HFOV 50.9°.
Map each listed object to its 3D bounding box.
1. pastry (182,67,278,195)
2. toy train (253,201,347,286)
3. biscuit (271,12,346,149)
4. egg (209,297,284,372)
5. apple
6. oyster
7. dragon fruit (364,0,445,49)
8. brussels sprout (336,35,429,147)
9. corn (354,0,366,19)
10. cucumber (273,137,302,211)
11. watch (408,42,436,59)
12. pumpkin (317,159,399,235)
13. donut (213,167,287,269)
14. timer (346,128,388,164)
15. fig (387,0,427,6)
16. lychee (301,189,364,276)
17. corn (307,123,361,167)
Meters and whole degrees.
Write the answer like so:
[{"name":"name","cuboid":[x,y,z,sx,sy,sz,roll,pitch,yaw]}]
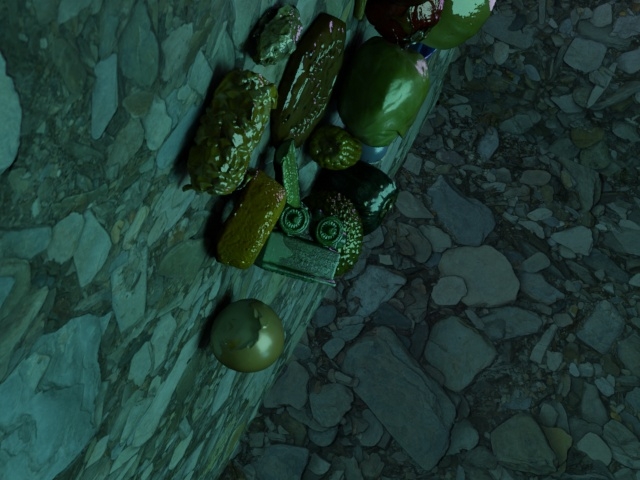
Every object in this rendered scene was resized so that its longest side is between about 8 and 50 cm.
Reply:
[{"name":"pastry","cuboid":[-0.161,-0.186,1.213,0.154,0.102,0.250,-16,129,-78]},{"name":"toy train","cuboid":[-0.058,-0.001,1.813,0.145,0.266,0.202,22,-85,62]},{"name":"biscuit","cuboid":[-0.023,-0.374,1.627,0.359,0.046,0.359,-59,169,-19]},{"name":"egg","cuboid":[-0.196,0.267,1.857,0.201,0.201,0.244,-62,148,-11]},{"name":"apple","cuboid":[0.379,-0.769,1.995,0.320,0.360,0.312,-34,-135,28]},{"name":"oyster","cuboid":[-0.069,-0.387,1.286,0.133,0.072,0.209,-63,172,13]},{"name":"dragon fruit","cuboid":[0.235,-0.587,1.794,0.218,0.223,0.148,-101,179,-74]},{"name":"brussels sprout","cuboid":[0.176,-0.434,1.947,0.328,0.247,0.328,-45,167,-13]},{"name":"corn","cuboid":[0.104,-0.609,1.737,0.083,0.027,0.028,103,-16,-58]},{"name":"cucumber","cuboid":[-0.083,-0.140,1.629,0.070,0.046,0.220,-60,153,-42]},{"name":"watch","cuboid":[0.348,-0.730,2.202,0.274,0.241,0.305,-52,166,15]},{"name":"pumpkin","cuboid":[0.100,-0.131,2.277,0.197,0.263,0.293,-54,171,-20]},{"name":"donut","cuboid":[-0.165,-0.045,1.550,0.254,0.118,0.253,-62,-175,9]},{"name":"timer","cuboid":[0.152,-0.313,2.337,0.175,0.175,0.255,-59,170,-27]},{"name":"fig","cuboid":[0.203,-0.719,1.558,0.217,0.216,0.321,57,40,-78]},{"name":"lychee","cuboid":[0.002,-0.007,2.053,0.270,0.269,0.320,-55,149,-41]},{"name":"corn","cuboid":[0.054,-0.276,2.021,0.131,0.131,0.344,-66,170,11]}]
